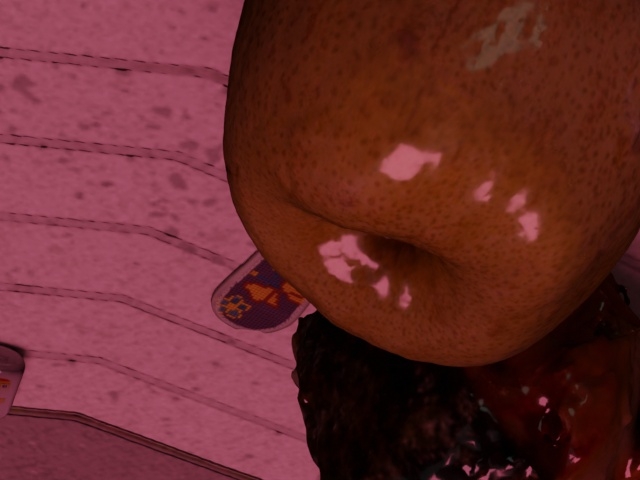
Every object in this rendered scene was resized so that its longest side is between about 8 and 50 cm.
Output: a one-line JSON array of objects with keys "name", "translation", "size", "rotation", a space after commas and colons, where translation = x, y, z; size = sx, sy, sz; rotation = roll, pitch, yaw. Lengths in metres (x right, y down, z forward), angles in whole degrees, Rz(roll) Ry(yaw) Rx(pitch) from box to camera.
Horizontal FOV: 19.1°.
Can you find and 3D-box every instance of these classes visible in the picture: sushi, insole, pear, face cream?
[{"name": "sushi", "translation": [0.123, 0.104, 1.027], "size": [0.182, 0.196, 0.343], "rotation": [-37, 133, 17]}, {"name": "insole", "translation": [0.000, 0.000, 1.033], "size": [0.065, 0.004, 0.197], "rotation": [25, 137, -23]}, {"name": "pear", "translation": [0.060, -0.071, 0.790], "size": [0.188, 0.211, 0.228], "rotation": [22, 155, 8]}, {"name": "face cream", "translation": [-0.206, 0.092, 1.158], "size": [0.040, 0.021, 0.083], "rotation": [15, 141, -10]}]
